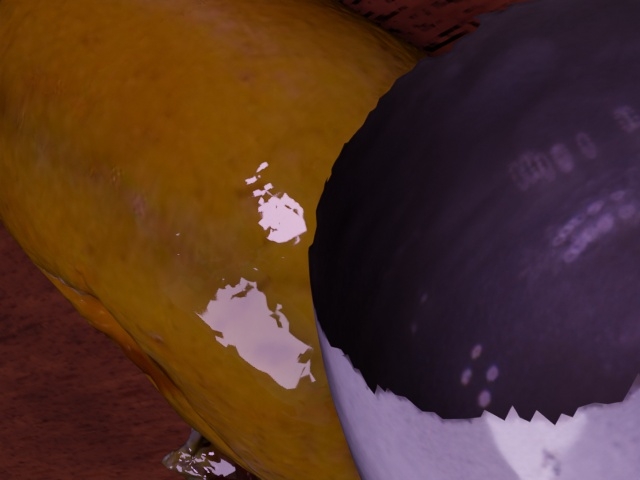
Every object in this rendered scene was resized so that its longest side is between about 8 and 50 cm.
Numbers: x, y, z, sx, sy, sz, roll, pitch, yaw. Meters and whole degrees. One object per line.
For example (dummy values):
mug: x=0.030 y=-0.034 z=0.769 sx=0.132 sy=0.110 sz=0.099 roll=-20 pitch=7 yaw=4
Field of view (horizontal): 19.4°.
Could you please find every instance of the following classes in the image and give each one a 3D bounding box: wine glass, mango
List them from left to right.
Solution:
mango: x=-0.035 y=-0.023 z=0.853 sx=0.365 sy=0.182 sz=0.253 roll=39 pitch=166 yaw=28
wine glass: x=0.144 y=0.071 z=0.649 sx=0.238 sy=0.238 sz=0.323 roll=16 pitch=156 yaw=41

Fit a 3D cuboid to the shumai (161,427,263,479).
shumai: x=-0.033 y=0.102 z=1.123 sx=0.184 sy=0.142 sz=0.184 roll=28 pitch=154 yaw=15
